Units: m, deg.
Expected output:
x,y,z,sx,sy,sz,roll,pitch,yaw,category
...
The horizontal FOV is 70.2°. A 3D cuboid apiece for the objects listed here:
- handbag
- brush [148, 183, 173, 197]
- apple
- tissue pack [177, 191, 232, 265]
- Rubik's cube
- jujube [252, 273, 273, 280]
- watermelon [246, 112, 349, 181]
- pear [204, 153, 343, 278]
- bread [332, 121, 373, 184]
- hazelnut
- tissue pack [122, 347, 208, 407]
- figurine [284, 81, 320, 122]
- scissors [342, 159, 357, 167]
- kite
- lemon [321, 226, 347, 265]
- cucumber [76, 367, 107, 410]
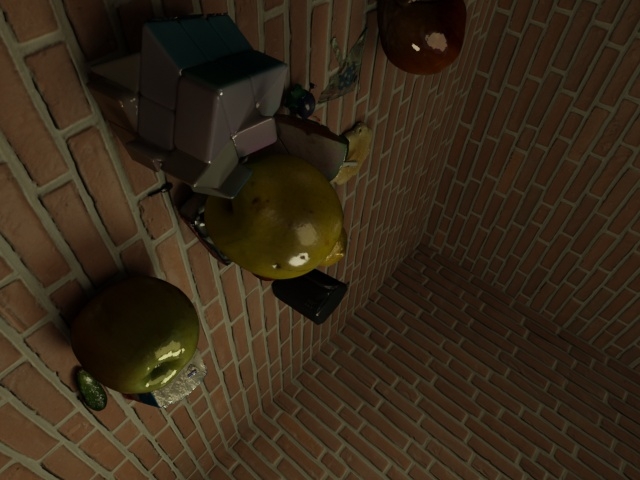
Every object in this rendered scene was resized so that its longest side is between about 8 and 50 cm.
x,y,z,sx,sy,sz,roll,pitch,yaw,category
-0.042,0.218,2.194,0.275,0.302,0.178,-48,149,-25,handbag
-0.450,-0.139,1.284,0.083,0.008,0.024,-35,152,-41,brush
-0.517,0.280,1.322,0.338,0.305,0.338,-45,155,-27,apple
-0.306,-0.075,1.506,0.245,0.123,0.332,-52,156,-17,tissue pack
-0.269,-0.297,1.019,0.387,0.358,0.368,-45,161,-52,Rubik's cube
-0.192,0.014,1.764,0.197,0.197,0.290,-16,118,-57,jujube
-0.060,-0.308,1.429,0.319,0.292,0.222,117,-4,-55,watermelon
-0.124,-0.067,1.280,0.418,0.362,0.362,6,115,-57,pear
0.140,-0.385,2.067,0.316,0.054,0.316,-45,156,-27,bread
0.355,-0.782,1.645,0.315,0.372,0.372,-19,-176,39,hazelnut
-0.538,0.457,1.550,0.209,0.270,0.137,-36,108,-44,tissue pack
-0.055,-0.445,1.546,0.195,0.102,0.111,60,44,-61,figurine
0.062,-0.318,1.928,0.242,0.030,0.118,-14,152,-33,scissors
0.087,-0.635,1.688,0.335,0.011,0.314,-57,157,-1,kite
0.008,0.004,2.058,0.228,0.254,0.228,-59,168,-20,lemon
-0.736,0.479,1.462,0.069,0.069,0.227,-38,148,-36,cucumber
